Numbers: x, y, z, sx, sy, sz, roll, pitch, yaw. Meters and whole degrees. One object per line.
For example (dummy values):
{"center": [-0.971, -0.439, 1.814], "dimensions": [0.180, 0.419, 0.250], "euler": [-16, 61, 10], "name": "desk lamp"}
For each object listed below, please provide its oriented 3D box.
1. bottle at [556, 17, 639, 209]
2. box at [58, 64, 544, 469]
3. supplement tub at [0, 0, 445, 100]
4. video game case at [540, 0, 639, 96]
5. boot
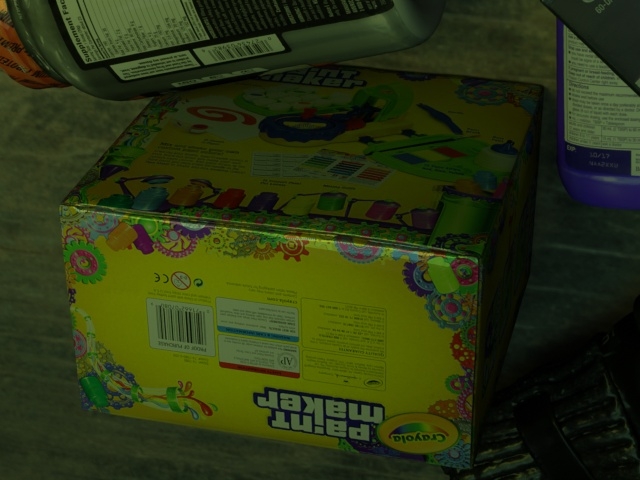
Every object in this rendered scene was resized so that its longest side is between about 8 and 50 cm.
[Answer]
{"center": [0.225, -0.161, 1.091], "dimensions": [0.118, 0.092, 0.282], "euler": [2, 120, 15], "name": "bottle"}
{"center": [0.000, 0.000, 1.146], "dimensions": [0.290, 0.279, 0.177], "euler": [7, 121, 14], "name": "box"}
{"center": [-0.082, -0.208, 1.101], "dimensions": [0.316, 0.193, 0.193], "euler": [-7, 117, 22], "name": "supplement tub"}
{"center": [0.309, -0.143, 1.031], "dimensions": [0.274, 0.026, 0.196], "euler": [40, 112, -19], "name": "video game case"}
{"center": [0.292, 0.217, 1.266], "dimensions": [0.260, 0.131, 0.348], "euler": [-42, 90, 25], "name": "boot"}
